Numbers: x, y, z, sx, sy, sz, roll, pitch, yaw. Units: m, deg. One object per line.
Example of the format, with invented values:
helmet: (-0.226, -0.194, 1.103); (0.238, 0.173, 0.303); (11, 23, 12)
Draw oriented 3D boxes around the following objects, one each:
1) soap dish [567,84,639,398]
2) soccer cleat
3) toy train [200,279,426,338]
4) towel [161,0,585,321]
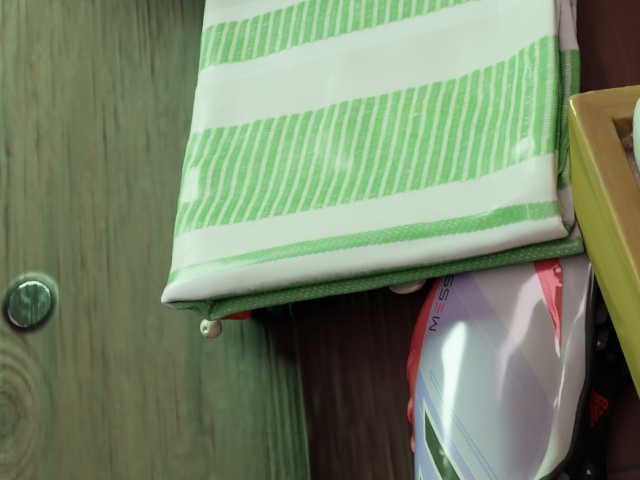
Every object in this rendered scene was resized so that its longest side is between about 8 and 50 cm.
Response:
soap dish: (0.266, 0.027, 0.644); (0.291, 0.118, 0.229); (-9, 66, -17)
soccer cleat: (0.090, 0.099, 0.743); (0.116, 0.108, 0.318); (6, 71, 36)
toy train: (0.000, 0.000, 0.824); (0.166, 0.046, 0.125); (-6, 62, 29)
towel: (0.030, -0.116, 0.815); (0.248, 0.038, 0.324); (-12, 56, 25)
